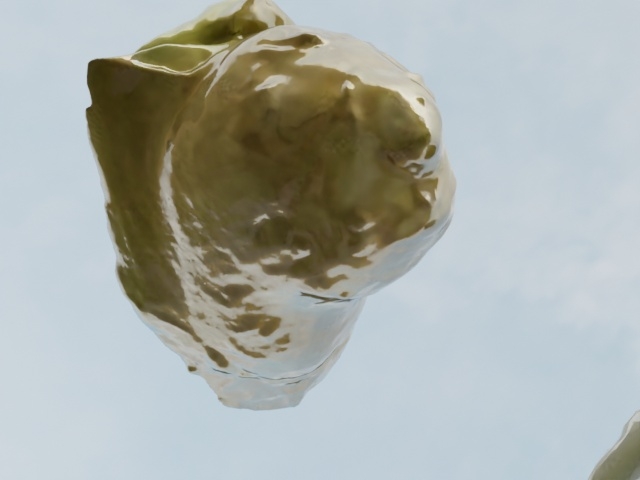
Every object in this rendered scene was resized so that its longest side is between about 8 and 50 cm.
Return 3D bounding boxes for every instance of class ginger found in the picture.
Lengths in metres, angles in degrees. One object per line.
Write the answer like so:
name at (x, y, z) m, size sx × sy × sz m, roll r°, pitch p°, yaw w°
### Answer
ginger at (-0.001, 0.002, 0.752) m, size 0.123 × 0.115 × 0.193 m, roll 25°, pitch -39°, yaw 37°

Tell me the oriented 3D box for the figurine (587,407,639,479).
figurine at (0.221, 0.069, 0.498) m, size 0.206 × 0.316 × 0.284 m, roll -128°, pitch -145°, yaw -47°
